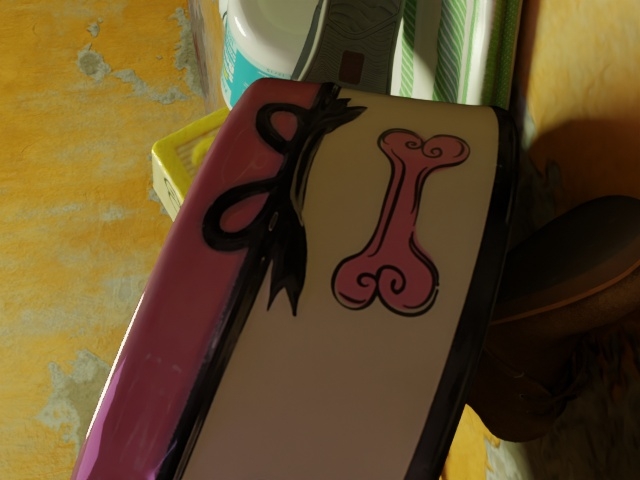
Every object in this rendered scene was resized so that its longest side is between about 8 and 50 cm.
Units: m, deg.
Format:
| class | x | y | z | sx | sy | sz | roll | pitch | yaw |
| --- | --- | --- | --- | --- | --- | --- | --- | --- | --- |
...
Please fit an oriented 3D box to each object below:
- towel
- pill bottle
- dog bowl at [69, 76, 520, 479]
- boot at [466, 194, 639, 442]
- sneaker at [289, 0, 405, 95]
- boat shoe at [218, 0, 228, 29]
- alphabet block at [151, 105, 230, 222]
| class | x | y | z | sx | sy | sz | roll | pitch | yaw |
| --- | --- | --- | --- | --- | --- | --- | --- | --- | --- |
| towel | 0.080 | -0.196 | 0.736 | 0.325 | 0.038 | 0.248 | -115 | 19 | -53 |
| pill bottle | -0.041 | -0.211 | 1.038 | 0.264 | 0.146 | 0.146 | 117 | 143 | -70 |
| dog bowl | -0.031 | 0.082 | 0.560 | 0.408 | 0.150 | 0.408 | -159 | 90 | -87 |
| boot | 0.139 | 0.058 | 0.556 | 0.115 | 0.112 | 0.305 | 55 | 165 | 6 |
| sneaker | 0.017 | -0.131 | 0.747 | 0.118 | 0.083 | 0.222 | -113 | 42 | -82 |
| boat shoe | -0.071 | -0.270 | 1.240 | 0.335 | 0.121 | 0.119 | 109 | 156 | -87 |
| alphabet block | -0.113 | -0.072 | 1.261 | 0.192 | 0.193 | 0.197 | 58 | 166 | 3 |
